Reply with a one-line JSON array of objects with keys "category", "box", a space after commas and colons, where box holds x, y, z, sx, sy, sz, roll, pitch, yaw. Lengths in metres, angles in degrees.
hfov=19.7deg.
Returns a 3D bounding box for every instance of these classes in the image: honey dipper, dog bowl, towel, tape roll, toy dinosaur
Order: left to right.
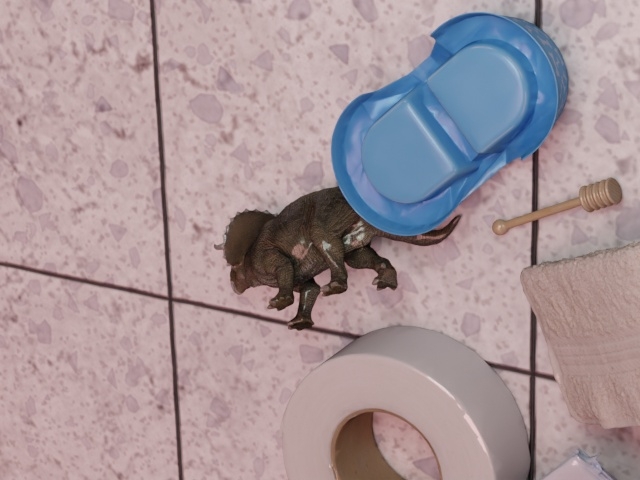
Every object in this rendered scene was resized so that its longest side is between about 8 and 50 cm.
[{"category": "toy dinosaur", "box": [0.000, 0.000, 2.105, 0.313, 0.121, 0.160, -26, 60, 23]}, {"category": "tape roll", "box": [0.097, 0.246, 2.156, 0.286, 0.100, 0.286, 12, 115, 28]}, {"category": "dog bowl", "box": [0.143, -0.129, 1.988, 0.297, 0.074, 0.166, -39, 84, 33]}, {"category": "honey dipper", "box": [0.250, -0.032, 1.994, 0.160, 0.030, 0.030, -19, 98, 37]}, {"category": "towel", "box": [0.300, 0.100, 1.908, 0.187, 0.049, 0.282, 69, 160, 0]}]

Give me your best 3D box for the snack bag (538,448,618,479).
[{"category": "snack bag", "box": [0.290, 0.419, 2.076, 0.323, 0.037, 0.342, 41, 124, -11]}]
